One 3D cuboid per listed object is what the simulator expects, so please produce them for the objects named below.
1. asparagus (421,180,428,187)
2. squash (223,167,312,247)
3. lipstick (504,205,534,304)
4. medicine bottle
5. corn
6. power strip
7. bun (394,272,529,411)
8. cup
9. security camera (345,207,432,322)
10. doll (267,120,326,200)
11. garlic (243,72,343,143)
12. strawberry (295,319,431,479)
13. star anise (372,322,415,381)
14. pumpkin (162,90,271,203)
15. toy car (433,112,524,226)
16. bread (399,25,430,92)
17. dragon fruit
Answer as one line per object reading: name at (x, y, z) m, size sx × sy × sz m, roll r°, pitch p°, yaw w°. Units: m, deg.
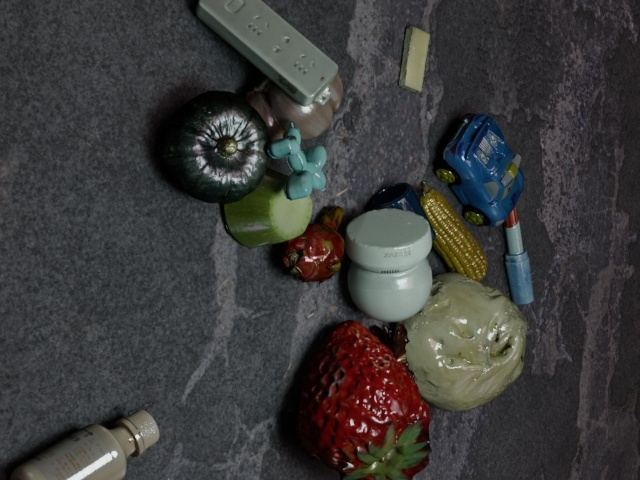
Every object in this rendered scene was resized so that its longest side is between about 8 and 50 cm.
asparagus at (0.280, -0.073, 2.274) m, size 0.163 × 0.016 × 0.016 m, roll 65°, pitch 33°, yaw -22°
squash at (-0.101, -0.065, 1.840) m, size 0.170 × 0.122 × 0.170 m, roll -9°, pitch 103°, yaw -45°
lipstick at (0.524, 0.034, 2.481) m, size 0.068 × 0.061 × 0.274 m, roll -24°, pitch 108°, yaw -44°
medicine bottle at (-0.389, 0.374, 1.567) m, size 0.252 × 0.114 × 0.114 m, roll -28°, pitch 110°, yaw -40°
corn at (0.311, -0.009, 2.240) m, size 0.313 × 0.102 × 0.102 m, roll 48°, pitch 60°, yaw -36°
power strip at (-0.110, -0.385, 1.756) m, size 0.338 × 0.058 × 0.098 m, roll 40°, pitch 69°, yaw 1°
bun at (0.343, 0.247, 2.200) m, size 0.362 × 0.234 × 0.326 m, roll 16°, pitch 85°, yaw -37°
cup at (0.176, -0.039, 2.107) m, size 0.150 × 0.113 × 0.138 m, roll -46°, pitch 119°, yaw -36°
security camera at (0.151, 0.070, 2.016) m, size 0.194 × 0.194 × 0.236 m, roll -33°, pitch 129°, yaw -39°
doll at (-0.034, -0.147, 1.776) m, size 0.159 × 0.059 × 0.159 m, roll 64°, pitch 28°, yaw -24°
garlic at (-0.053, -0.270, 1.849) m, size 0.191 × 0.160 × 0.214 m, roll 40°, pitch 61°, yaw -32°
strawberry at (0.072, 0.350, 1.943) m, size 0.291 × 0.310 × 0.292 m, roll -19°, pitch 130°, yaw -25°
star anise at (0.158, 0.252, 2.079) m, size 0.053 × 0.157 × 0.212 m, roll -31°, pitch 120°, yaw -24°
pumpkin at (-0.190, -0.173, 1.721) m, size 0.211 × 0.152 × 0.212 m, roll 3°, pitch 85°, yaw -40°
toy car at (0.424, -0.170, 2.314) m, size 0.314 × 0.166 × 0.198 m, roll 51°, pitch 61°, yaw -33°
bread at (0.224, -0.431, 2.203) m, size 0.068 × 0.028 × 0.154 m, roll 12°, pitch 84°, yaw -43°
dragon fruit at (0.000, 0.000, 1.944) m, size 0.246 × 0.125 × 0.125 m, roll -65°, pitch 161°, yaw -47°
